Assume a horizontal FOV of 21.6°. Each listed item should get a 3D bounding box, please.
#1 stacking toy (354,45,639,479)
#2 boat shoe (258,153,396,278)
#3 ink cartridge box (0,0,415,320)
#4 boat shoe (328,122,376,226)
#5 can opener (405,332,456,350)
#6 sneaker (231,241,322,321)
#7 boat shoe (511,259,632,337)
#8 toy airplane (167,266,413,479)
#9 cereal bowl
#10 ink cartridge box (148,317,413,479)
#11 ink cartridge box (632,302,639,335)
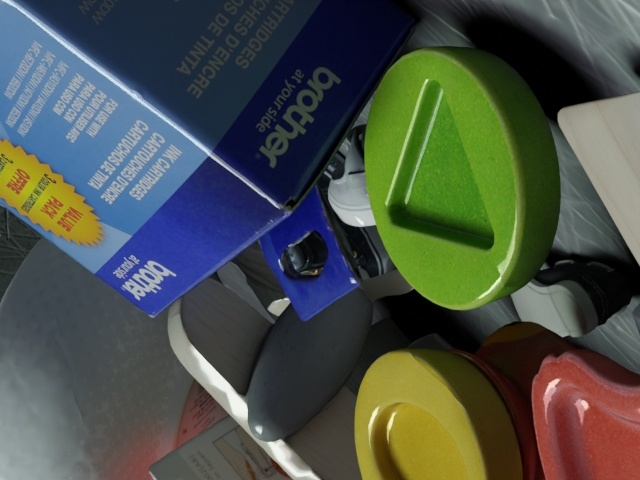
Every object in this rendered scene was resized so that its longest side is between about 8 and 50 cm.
[{"bbox_3d":[0.148,0.040,0.822,0.309,0.130,0.280,12,110,57],"label":"stacking toy"},{"bbox_3d":[0.000,0.000,1.322,0.065,0.083,0.183,39,168,31],"label":"boat shoe"},{"bbox_3d":[-0.129,-0.113,0.972,0.395,0.151,0.270,36,156,-8],"label":"ink cartridge box"},{"bbox_3d":[0.045,-0.047,1.037,0.063,0.066,0.184,59,167,-14],"label":"boat shoe"},{"bbox_3d":[0.178,0.186,1.454,0.283,0.076,0.095,41,-159,17],"label":"can opener"},{"bbox_3d":[-0.079,-0.007,1.538,0.292,0.108,0.169,34,162,42],"label":"sneaker"},{"bbox_3d":[0.148,0.033,1.010,0.046,0.038,0.125,65,167,-1],"label":"boat shoe"},{"bbox_3d":[0.099,0.193,1.169,0.386,0.272,0.384,20,-147,-43],"label":"toy airplane"},{"bbox_3d":[-0.155,0.147,1.412,0.141,0.339,0.339,11,157,18],"label":"cereal bowl"},{"bbox_3d":[0.044,0.256,1.418,0.308,0.091,0.385,50,-145,10],"label":"ink cartridge box"},{"bbox_3d":[0.243,0.104,0.907,0.145,0.045,0.179,39,165,33],"label":"ink cartridge box"}]
